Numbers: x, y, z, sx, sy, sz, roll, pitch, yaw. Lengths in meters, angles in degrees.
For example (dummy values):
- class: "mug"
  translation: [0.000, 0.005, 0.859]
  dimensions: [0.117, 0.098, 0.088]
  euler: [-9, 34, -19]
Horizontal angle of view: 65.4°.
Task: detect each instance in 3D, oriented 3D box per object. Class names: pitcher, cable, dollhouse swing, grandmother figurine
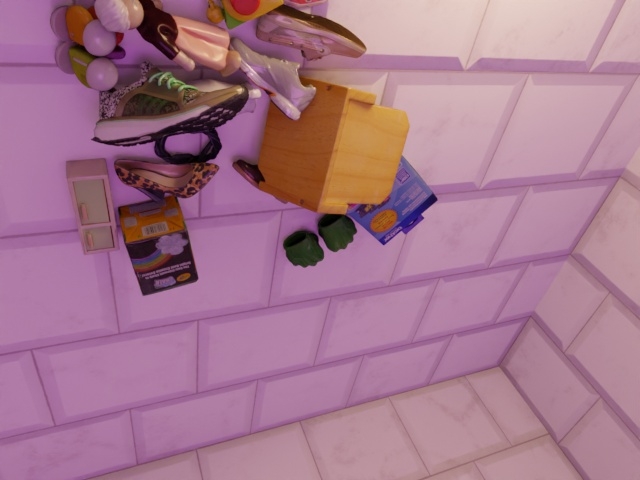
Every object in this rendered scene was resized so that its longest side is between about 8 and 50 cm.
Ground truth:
- class: "pitcher"
  translation: [-0.264, -0.362, 1.294]
  dimensions: [0.207, 0.177, 0.126]
  euler: [-14, 102, -16]
- class: "cable"
  translation: [-0.378, -0.273, 1.418]
  dimensions: [0.184, 0.047, 0.151]
  euler: [-18, 144, -7]
- class: "dollhouse swing"
  translation: [0.044, -0.285, 1.499]
  dimensions: [0.304, 0.315, 0.347]
  euler: [-15, 123, -56]
- class: "grandmother figurine"
  translation: [-0.343, -0.476, 1.121]
  dimensions: [0.104, 0.208, 0.342]
  euler: [-50, 155, 24]

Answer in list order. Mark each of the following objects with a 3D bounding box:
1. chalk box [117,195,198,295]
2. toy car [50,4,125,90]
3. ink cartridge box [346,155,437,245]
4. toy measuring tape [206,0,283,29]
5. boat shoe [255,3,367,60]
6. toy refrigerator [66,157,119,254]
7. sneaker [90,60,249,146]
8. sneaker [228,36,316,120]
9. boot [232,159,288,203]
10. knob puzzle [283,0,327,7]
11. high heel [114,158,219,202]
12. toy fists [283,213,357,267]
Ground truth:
- class: "chalk box"
  translation: [-0.493, 0.037, 1.545]
  dimensions: [0.180, 0.179, 0.289]
  euler: [-14, 136, -17]
- class: "toy car"
  translation: [-0.509, -0.440, 1.132]
  dimensions: [0.136, 0.159, 0.182]
  euler: [-41, 153, -47]
- class: "ink cartridge box"
  translation: [0.230, -0.162, 1.770]
  dimensions: [0.270, 0.151, 0.395]
  euler: [-41, 138, 12]
- class: "toy measuring tape"
  translation: [-0.127, -0.610, 1.166]
  dimensions: [0.329, 0.121, 0.121]
  euler: [-25, 138, 6]
- class: "boat shoe"
  translation: [-0.022, -0.533, 1.319]
  dimensions: [0.302, 0.109, 0.098]
  euler: [8, 131, -26]
- class: "toy refrigerator"
  translation: [-0.638, -0.089, 1.407]
  dimensions: [0.102, 0.094, 0.270]
  euler: [-8, 134, -22]
- class: "sneaker"
  translation: [-0.373, -0.343, 1.182]
  dimensions: [0.409, 0.158, 0.182]
  euler: [-9, 97, 12]
- class: "sneaker"
  translation: [-0.122, -0.446, 1.310]
  dimensions: [0.262, 0.099, 0.121]
  euler: [42, 100, -18]
- class: "boot"
  translation: [-0.133, -0.248, 1.561]
  dimensions: [0.248, 0.090, 0.207]
  euler: [29, 99, -39]
- class: "knob puzzle"
  translation: [-0.035, -0.666, 1.238]
  dimensions: [0.213, 0.030, 0.213]
  euler: [-15, 135, -16]
- class: "high heel"
  translation: [-0.429, -0.194, 1.382]
  dimensions: [0.261, 0.093, 0.186]
  euler: [-17, 147, 21]
- class: "toy fists"
  translation: [0.000, 0.000, 1.836]
  dimensions: [0.279, 0.096, 0.142]
  euler: [-30, 127, 3]
